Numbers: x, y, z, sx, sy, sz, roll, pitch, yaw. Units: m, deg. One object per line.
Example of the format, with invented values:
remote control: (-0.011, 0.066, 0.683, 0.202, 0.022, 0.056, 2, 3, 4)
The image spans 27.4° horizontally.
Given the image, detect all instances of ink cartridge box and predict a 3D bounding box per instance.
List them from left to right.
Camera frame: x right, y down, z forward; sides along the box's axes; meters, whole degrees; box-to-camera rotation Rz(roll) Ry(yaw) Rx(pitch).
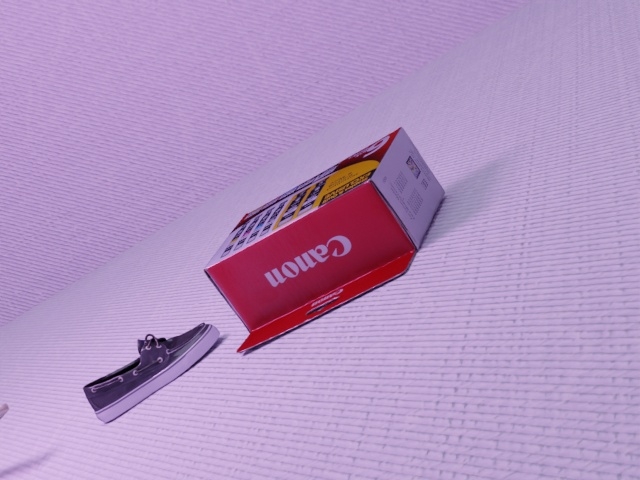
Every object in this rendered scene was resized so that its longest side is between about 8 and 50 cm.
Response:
ink cartridge box: (0.000, 0.000, 1.911, 0.309, 0.130, 0.272, -28, 15, 26)

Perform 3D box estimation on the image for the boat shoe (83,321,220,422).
boat shoe: (-0.265, 0.186, 2.024, 0.228, 0.076, 0.080, -35, 12, 1)

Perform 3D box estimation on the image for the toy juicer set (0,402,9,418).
toy juicer set: (-0.591, 0.408, 2.049, 0.329, 0.089, 0.209, -49, 4, -23)
